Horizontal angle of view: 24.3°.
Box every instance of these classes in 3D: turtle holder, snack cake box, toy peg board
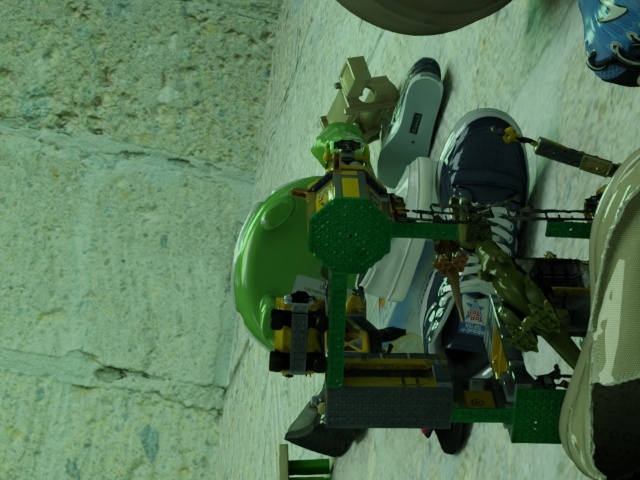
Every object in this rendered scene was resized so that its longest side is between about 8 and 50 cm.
[{"bbox_3d":[-0.017,0.010,2.044,0.227,0.243,0.320,179,77,-75],"label":"turtle holder"},{"bbox_3d":[0.117,0.055,1.753,0.152,0.089,0.264,-87,13,-50],"label":"snack cake box"},{"bbox_3d":[-0.023,0.418,2.242,0.161,0.079,0.160,-92,1,-58],"label":"toy peg board"}]

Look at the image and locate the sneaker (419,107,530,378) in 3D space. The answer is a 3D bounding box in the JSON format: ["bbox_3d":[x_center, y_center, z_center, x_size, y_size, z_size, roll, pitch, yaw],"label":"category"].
[{"bbox_3d":[0.159,0.018,1.498,0.153,0.099,0.282,-88,6,-69],"label":"sneaker"}]

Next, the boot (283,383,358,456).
[{"bbox_3d":[0.026,0.225,2.191,0.246,0.083,0.161,134,155,-66],"label":"boot"}]

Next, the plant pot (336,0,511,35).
[{"bbox_3d":[0.159,-0.396,1.542,0.280,0.323,0.323,-7,70,64],"label":"plant pot"}]

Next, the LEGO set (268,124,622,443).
[{"bbox_3d":[0.122,0.025,1.167,0.192,0.331,0.254,-94,-2,-65],"label":"LEGO set"}]

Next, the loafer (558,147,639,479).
[{"bbox_3d":[0.234,0.062,1.028,0.092,0.102,0.268,-102,16,-65],"label":"loafer"}]

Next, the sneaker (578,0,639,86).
[{"bbox_3d":[0.270,-0.185,1.112,0.330,0.130,0.147,-103,12,-76],"label":"sneaker"}]

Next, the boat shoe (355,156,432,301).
[{"bbox_3d":[0.077,-0.013,1.585,0.066,0.063,0.184,-88,9,-46],"label":"boat shoe"}]

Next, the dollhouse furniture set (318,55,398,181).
[{"bbox_3d":[0.089,-0.178,2.338,0.182,0.101,0.161,119,136,-60],"label":"dollhouse furniture set"}]

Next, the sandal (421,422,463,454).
[{"bbox_3d":[0.127,0.192,1.660,0.179,0.040,0.067,-132,55,-79],"label":"sandal"}]

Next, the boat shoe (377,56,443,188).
[{"bbox_3d":[0.130,-0.163,2.071,0.083,0.065,0.183,-77,6,-59],"label":"boat shoe"}]
